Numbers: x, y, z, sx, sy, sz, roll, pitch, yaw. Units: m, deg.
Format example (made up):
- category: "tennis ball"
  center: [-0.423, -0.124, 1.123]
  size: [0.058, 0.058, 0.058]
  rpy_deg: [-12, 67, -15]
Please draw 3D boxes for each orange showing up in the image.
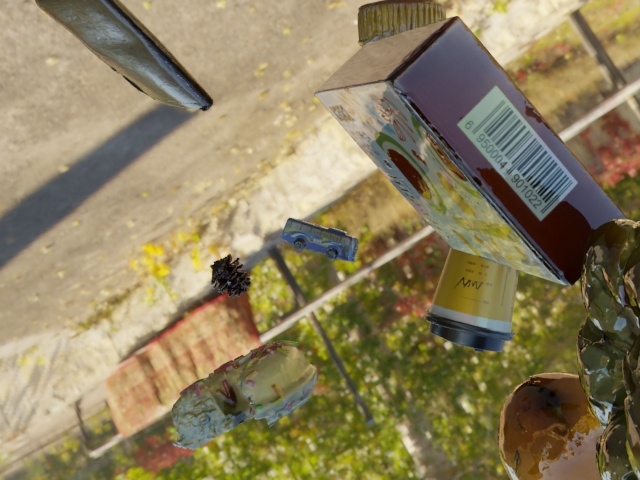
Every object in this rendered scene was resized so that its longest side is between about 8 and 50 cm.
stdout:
- category: "orange"
  center: [0.435, 0.356, 1.672]
  size: [0.246, 0.246, 0.246]
  rpy_deg: [-29, 171, -5]

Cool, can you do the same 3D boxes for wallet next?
- category: "wallet"
  center: [-0.261, -0.258, 1.230]
  size: [0.137, 0.031, 0.255]
  rpy_deg: [10, 159, 36]

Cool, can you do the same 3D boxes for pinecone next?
- category: "pinecone"
  center: [-0.225, 0.091, 2.297]
  size: [0.102, 0.109, 0.102]
  rpy_deg: [-28, -153, 16]

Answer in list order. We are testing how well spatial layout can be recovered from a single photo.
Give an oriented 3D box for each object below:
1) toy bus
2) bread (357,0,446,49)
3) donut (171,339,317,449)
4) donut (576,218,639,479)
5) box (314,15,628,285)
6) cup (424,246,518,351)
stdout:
- category: "toy bus"
  center: [0.000, 0.000, 1.799]
  size: [0.051, 0.153, 0.061]
  rpy_deg: [0, 106, -71]
- category: "bread"
  center: [0.176, -0.468, 1.996]
  size: [0.199, 0.104, 0.199]
  rpy_deg: [-2, -175, 0]
- category: "donut"
  center: [-0.168, 0.352, 2.181]
  size: [0.371, 0.150, 0.307]
  rpy_deg: [-26, -178, 39]
- category: "donut"
  center: [0.362, 0.138, 0.933]
  size: [0.170, 0.360, 0.360]
  rpy_deg: [-6, 171, 1]
- category: "box"
  center: [0.186, -0.121, 1.270]
  size: [0.122, 0.344, 0.385]
  rpy_deg: [-45, -166, -5]
- category: "cup"
  center: [0.334, 0.088, 1.960]
  size: [0.196, 0.280, 0.196]
  rpy_deg: [12, -178, 0]
